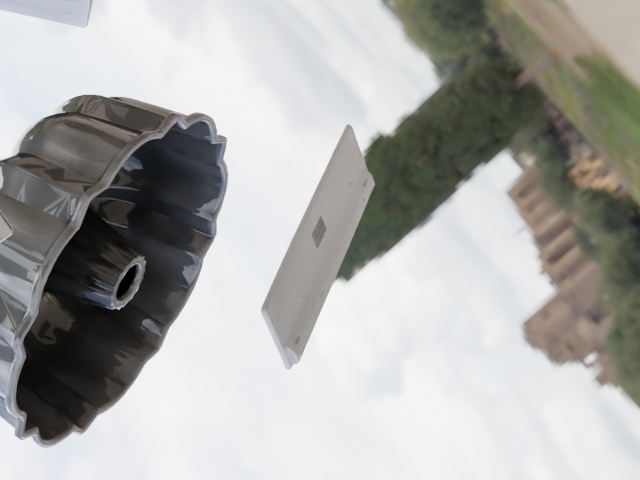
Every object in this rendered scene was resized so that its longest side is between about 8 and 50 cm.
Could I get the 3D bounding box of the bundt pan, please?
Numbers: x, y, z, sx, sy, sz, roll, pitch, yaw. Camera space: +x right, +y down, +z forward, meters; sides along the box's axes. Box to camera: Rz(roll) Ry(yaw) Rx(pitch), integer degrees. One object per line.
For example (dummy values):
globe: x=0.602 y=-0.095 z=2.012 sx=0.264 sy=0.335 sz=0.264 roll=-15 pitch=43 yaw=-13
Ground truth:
bundt pan: x=-0.220 y=0.011 z=1.317 sx=0.124 sy=0.331 sz=0.331 roll=27 pitch=-173 yaw=15

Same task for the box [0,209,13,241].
box: x=-0.310 y=0.030 z=0.854 sx=0.087 sy=0.169 sz=0.290 roll=57 pitch=149 yaw=-8

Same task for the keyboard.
keyboard: x=0.000 y=0.000 z=1.312 sx=0.072 sy=0.014 sz=0.256 roll=63 pitch=-146 yaw=-33

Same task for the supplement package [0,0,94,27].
supplement package: x=-0.323 y=-0.423 z=1.697 sx=0.177 sy=0.293 sz=0.175 roll=12 pitch=-132 yaw=-7
